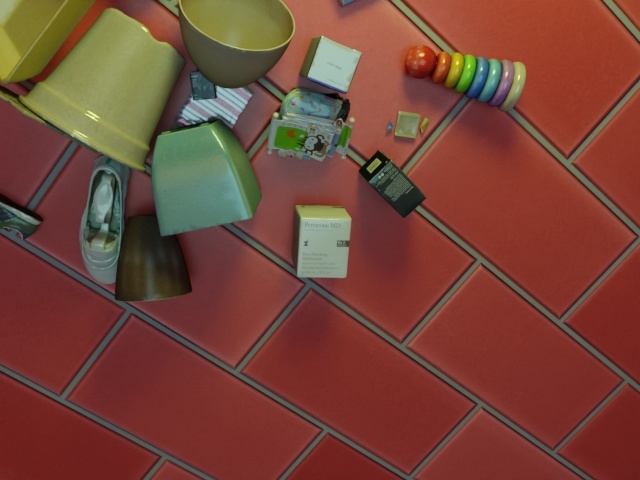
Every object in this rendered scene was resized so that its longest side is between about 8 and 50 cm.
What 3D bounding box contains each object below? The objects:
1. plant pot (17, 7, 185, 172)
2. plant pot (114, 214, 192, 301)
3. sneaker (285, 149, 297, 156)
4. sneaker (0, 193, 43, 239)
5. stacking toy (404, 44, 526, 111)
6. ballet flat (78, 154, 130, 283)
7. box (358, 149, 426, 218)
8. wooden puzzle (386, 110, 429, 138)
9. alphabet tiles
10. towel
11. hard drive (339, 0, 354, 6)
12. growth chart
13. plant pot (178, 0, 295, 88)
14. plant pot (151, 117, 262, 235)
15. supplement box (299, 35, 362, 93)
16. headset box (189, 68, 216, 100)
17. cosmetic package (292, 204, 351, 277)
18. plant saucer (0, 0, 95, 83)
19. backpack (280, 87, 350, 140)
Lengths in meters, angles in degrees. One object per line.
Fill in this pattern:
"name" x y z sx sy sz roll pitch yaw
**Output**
"plant pot" -0.511 -0.387 1.387 0.334 0.334 0.305 32 91 -16
"plant pot" -0.486 0.042 1.587 0.215 0.215 0.230 -4 95 -6
"sneaker" -0.098 -0.295 1.599 0.044 0.040 0.109 -40 113 -10
"sneaker" -0.890 -0.072 1.552 0.192 0.064 0.086 33 97 -20
"stacking toy" 0.397 -0.471 1.563 0.330 0.141 0.141 14 107 -4
"ballet flat" -0.616 -0.045 1.565 0.139 0.139 0.400 9 108 -10
"box" 0.207 -0.166 1.616 0.158 0.156 0.093 42 100 -18
"wooden puzzle" 0.257 -0.342 1.639 0.116 0.014 0.078 13 102 -12
"alphabet tiles" -0.699 -0.316 1.336 0.285 0.342 0.011 33 89 23
"towel" -0.297 -0.371 1.550 0.144 0.029 0.197 33 101 -14
"hard drive" 0.164 -0.786 1.458 0.318 0.040 0.210 -24 110 1
"growth chart" -0.031 -0.280 1.519 0.237 0.021 0.172 6 142 1
"plant pot" -0.227 -0.503 1.410 0.284 0.284 0.191 15 143 -12
"plant pot" -0.314 -0.185 1.483 0.247 0.248 0.252 -10 109 4
"supplement box" 0.020 -0.462 1.456 0.111 0.220 0.114 18 104 -14
"headset box" -0.318 -0.424 1.500 0.062 0.032 0.083 -5 108 -3
"cosmetic package" 0.000 0.000 1.648 0.151 0.151 0.184 1 109 -9
"plant saucer" -0.676 -0.561 1.326 0.333 0.333 0.081 -47 149 9
"backpack" -0.021 -0.353 1.545 0.182 0.115 0.152 21 108 -11
